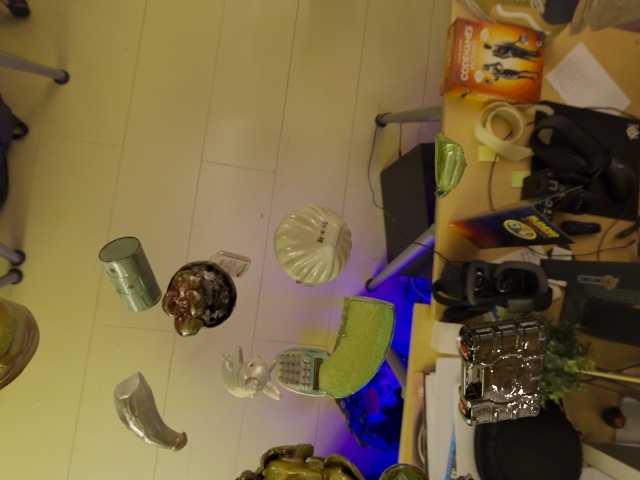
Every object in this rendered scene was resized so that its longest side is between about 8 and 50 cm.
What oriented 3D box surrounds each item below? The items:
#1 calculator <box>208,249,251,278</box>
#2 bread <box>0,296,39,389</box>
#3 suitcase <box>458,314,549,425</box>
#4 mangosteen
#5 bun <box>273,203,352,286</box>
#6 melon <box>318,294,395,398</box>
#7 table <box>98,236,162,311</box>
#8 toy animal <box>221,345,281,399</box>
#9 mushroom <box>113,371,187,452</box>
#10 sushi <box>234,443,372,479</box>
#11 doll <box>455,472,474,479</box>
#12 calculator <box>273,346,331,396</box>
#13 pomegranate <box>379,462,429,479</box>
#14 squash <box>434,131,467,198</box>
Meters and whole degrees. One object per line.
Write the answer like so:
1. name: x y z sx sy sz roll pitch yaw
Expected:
1. calculator: -0.341 0.092 1.543 0.175 0.032 0.100 19 115 -43
2. bread: -0.375 0.112 0.355 0.213 0.213 0.105 -12 74 -10
3. suitcase: 0.450 0.328 1.019 0.206 0.066 0.286 -8 113 -2
4. mangosteen: -0.334 0.153 1.132 0.209 0.210 0.210 1 86 -9
5. bun: 0.000 0.000 1.254 0.263 0.175 0.263 8 72 -25
6. melon: 0.115 0.363 1.416 0.226 0.331 0.344 13 87 -24
7. table: -0.609 0.111 1.322 0.126 0.126 0.220 -13 129 -10
8. toy animal: -0.196 0.389 1.198 0.140 0.282 0.138 21 64 -25
9. mushroom: -0.497 0.517 1.184 0.118 0.103 0.270 -29 107 -2
10. sushi: -0.004 0.477 0.602 0.327 0.329 0.285 5 56 11
11. doll: 0.397 0.692 1.125 0.070 0.195 0.096 20 73 22
12. calculator: -0.039 0.504 1.573 0.298 0.041 0.186 3 95 10
13. pomegranate: 0.168 0.517 0.838 0.130 0.130 0.130 1 86 -9
14. squash: 0.331 -0.185 1.051 0.075 0.200 0.090 -34 50 -18
